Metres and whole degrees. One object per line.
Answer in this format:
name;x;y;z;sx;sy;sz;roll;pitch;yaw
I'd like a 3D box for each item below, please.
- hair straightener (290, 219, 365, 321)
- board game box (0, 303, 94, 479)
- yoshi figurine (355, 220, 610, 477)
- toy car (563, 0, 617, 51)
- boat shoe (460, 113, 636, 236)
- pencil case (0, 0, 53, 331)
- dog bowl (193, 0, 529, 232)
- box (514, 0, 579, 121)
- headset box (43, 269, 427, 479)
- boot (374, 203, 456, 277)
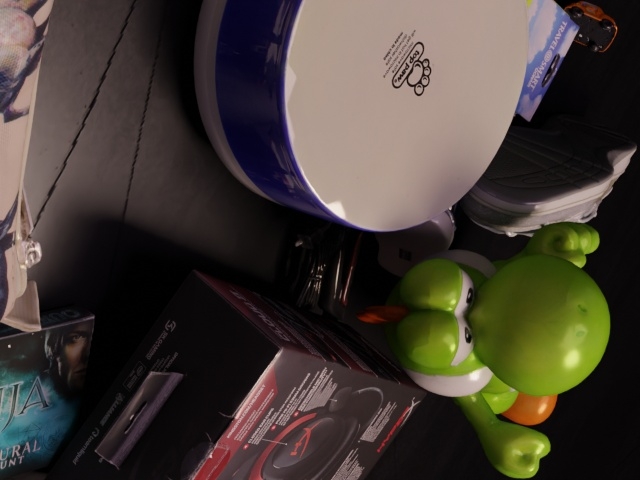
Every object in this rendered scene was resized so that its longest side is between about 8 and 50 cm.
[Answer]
hair straightener;0.000;0.000;1.344;0.089;0.047;0.230;-8;123;-48
board game box;-0.250;0.121;1.125;0.186;0.026;0.126;-12;122;-46
yoshi figurine;0.172;0.082;1.324;0.203;0.203;0.362;-34;165;11
toy car;0.258;-0.241;1.484;0.040;0.060;0.122;-71;167;-48
boat shoe;0.212;-0.048;1.473;0.320;0.118;0.103;-28;140;-63
pencil case;-0.212;-0.121;0.830;0.184;0.160;0.410;-1;129;-27
dog bowl;0.037;-0.142;1.198;0.265;0.104;0.264;-17;116;-38
box;0.161;-0.187;1.408;0.178;0.042;0.109;26;92;-54
headset box;-0.070;0.157;1.247;0.218;0.110;0.293;-55;150;7
boot;0.089;-0.029;1.361;0.190;0.069;0.086;107;5;-75
